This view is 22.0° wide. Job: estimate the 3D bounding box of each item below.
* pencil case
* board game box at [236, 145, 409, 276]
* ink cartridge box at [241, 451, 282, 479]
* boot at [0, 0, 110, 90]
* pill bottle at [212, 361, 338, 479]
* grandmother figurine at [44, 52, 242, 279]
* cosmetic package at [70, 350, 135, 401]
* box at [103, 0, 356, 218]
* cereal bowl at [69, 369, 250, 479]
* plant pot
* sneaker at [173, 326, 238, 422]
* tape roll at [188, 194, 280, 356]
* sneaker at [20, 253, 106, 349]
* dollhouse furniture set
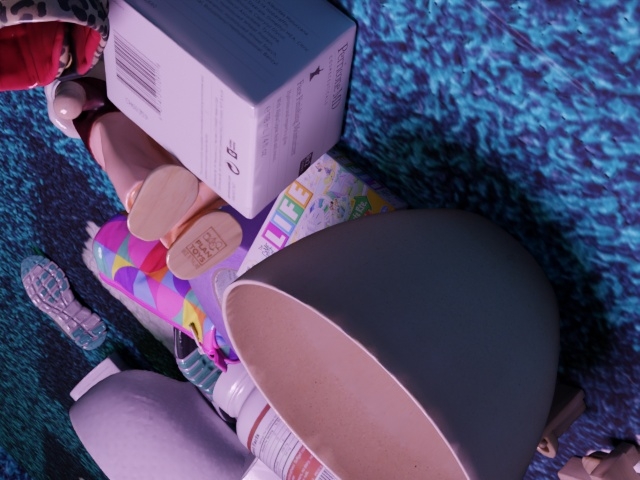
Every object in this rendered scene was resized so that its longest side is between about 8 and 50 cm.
[{"bbox_3d":[-0.158,0.052,1.860,0.236,0.104,0.104,33,154,37],"label":"pencil case"},{"bbox_3d":[0.000,0.000,1.465,0.103,0.026,0.154,39,118,20],"label":"board game box"},{"bbox_3d":[-0.019,0.294,1.981,0.150,0.063,0.109,37,-175,-3],"label":"ink cartridge box"},{"bbox_3d":[-0.263,-0.262,1.324,0.377,0.138,0.284,-21,73,60],"label":"boot"},{"bbox_3d":[-0.014,0.212,1.841,0.216,0.121,0.121,39,157,21],"label":"pill bottle"},{"bbox_3d":[-0.181,-0.090,1.576,0.342,0.104,0.208,50,173,50],"label":"grandmother figurine"},{"bbox_3d":[-0.255,0.275,2.399,0.231,0.085,0.117,47,-179,-2],"label":"cosmetic package"},{"bbox_3d":[-0.079,-0.147,1.359,0.182,0.119,0.181,40,157,16],"label":"box"},{"bbox_3d":[-0.157,0.286,2.134,0.339,0.141,0.339,43,-178,-2],"label":"cereal bowl"},{"bbox_3d":[0.086,0.083,1.347,0.284,0.191,0.284,40,157,20],"label":"plant pot"},{"bbox_3d":[-0.151,0.135,2.020,0.098,0.083,0.224,36,156,39],"label":"sneaker"},{"bbox_3d":[-0.013,0.073,1.648,0.275,0.090,0.275,39,156,21],"label":"tape roll"},{"bbox_3d":[-0.384,0.092,2.403,0.166,0.065,0.076,54,161,-12],"label":"sneaker"},{"bbox_3d":[0.201,0.220,1.452,0.144,0.123,0.151,9,136,58],"label":"dollhouse furniture set"}]
